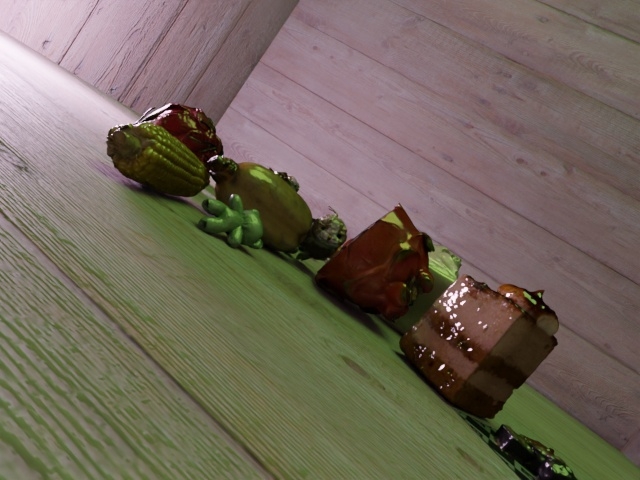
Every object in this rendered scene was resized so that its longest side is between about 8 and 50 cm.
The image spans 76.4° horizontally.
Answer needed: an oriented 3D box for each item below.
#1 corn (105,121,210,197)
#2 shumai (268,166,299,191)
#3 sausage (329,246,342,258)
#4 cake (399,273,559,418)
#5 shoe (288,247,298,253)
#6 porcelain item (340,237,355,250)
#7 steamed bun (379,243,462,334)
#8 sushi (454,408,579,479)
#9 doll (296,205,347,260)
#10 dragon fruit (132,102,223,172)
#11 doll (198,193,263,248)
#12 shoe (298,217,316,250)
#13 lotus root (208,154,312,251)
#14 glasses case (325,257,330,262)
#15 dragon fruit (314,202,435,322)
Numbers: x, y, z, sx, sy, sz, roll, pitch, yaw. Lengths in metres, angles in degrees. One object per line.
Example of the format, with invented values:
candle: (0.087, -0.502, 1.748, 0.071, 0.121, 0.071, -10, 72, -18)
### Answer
corn: (-0.320, -0.156, 0.837, 0.119, 0.119, 0.322, 35, -1, 5)
shumai: (-0.184, -0.152, 1.373, 0.189, 0.218, 0.256, 48, 11, 36)
sausage: (0.005, 0.011, 1.957, 0.312, 0.093, 0.093, 34, 3, -32)
cake: (0.340, 0.195, 0.857, 0.196, 0.293, 0.199, 33, 8, -31)
shoe: (-0.139, -0.053, 1.203, 0.227, 0.112, 0.099, 35, 3, -26)
porcelain item: (0.193, 0.111, 1.760, 0.253, 0.253, 0.253, 35, 3, -2)
steamed bun: (0.305, 0.159, 1.233, 0.273, 0.290, 0.272, 16, 13, -12)
sushi: (0.381, 0.379, 0.705, 0.231, 0.047, 0.219, 33, 3, -28)
doll: (0.005, 0.002, 1.172, 0.105, 0.115, 0.221, 17, -37, -11)
dragon fruit: (-0.426, -0.285, 1.182, 0.293, 0.233, 0.234, -8, 32, -37)
doll: (-0.185, -0.037, 0.836, 0.150, 0.077, 0.115, 24, 55, -48)
shoe: (-0.105, -0.050, 1.579, 0.336, 0.132, 0.171, 32, -6, 0)
lotus root: (-0.158, -0.098, 1.042, 0.343, 0.169, 0.151, 40, 0, -35)
glasses case: (0.038, 0.090, 1.723, 0.032, 0.021, 0.083, 34, 3, -23)
dragon fruit: (0.160, 0.076, 1.057, 0.226, 0.305, 0.305, 49, 4, 3)
